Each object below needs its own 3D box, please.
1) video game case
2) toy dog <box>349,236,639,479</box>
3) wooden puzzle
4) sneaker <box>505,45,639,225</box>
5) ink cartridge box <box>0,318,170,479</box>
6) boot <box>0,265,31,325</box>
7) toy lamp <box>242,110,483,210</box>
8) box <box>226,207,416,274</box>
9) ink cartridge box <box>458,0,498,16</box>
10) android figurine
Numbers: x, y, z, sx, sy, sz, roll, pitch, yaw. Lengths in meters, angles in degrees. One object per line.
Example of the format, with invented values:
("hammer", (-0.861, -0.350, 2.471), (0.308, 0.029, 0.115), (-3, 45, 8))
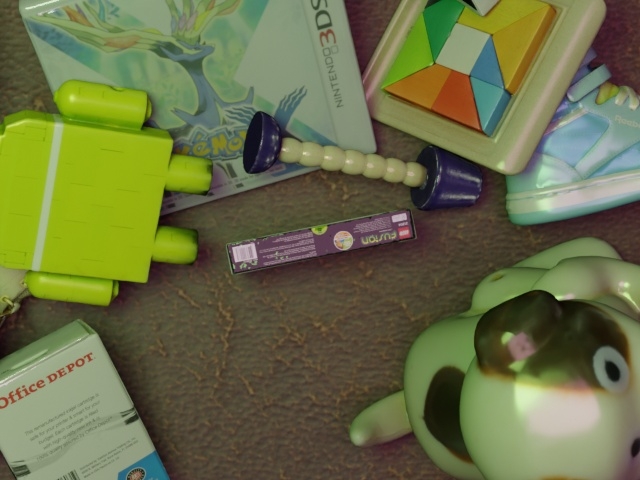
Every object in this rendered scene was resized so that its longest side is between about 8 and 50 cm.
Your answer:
("video game case", (-0.122, -0.176, 1.428), (0.329, 0.036, 0.300), (-16, 128, -1))
("toy dog", (0.228, 0.143, 1.336), (0.395, 0.408, 0.285), (-4, 90, -2))
("wooden puzzle", (0.169, -0.210, 1.460), (0.238, 0.044, 0.221), (28, 89, 34))
("sneaker", (0.347, -0.151, 1.480), (0.319, 0.127, 0.208), (-15, 92, -2))
("ink cartridge box", (-0.279, 0.211, 1.443), (0.148, 0.086, 0.203), (-28, 108, -16))
("boot", (-0.367, 0.090, 1.483), (0.203, 0.095, 0.262), (-30, 88, -3))
("toy lamp", (0.052, -0.085, 1.471), (0.274, 0.080, 0.080), (12, 90, -19))
("box", (0.000, 0.000, 1.477), (0.207, 0.114, 0.036), (-11, 91, -1))
("ink cartridge box", (0.237, -0.416, 1.464), (0.333, 0.065, 0.165), (-45, 49, -2))
("android figurine", (-0.258, -0.047, 1.398), (0.272, 0.056, 0.248), (6, 108, -16))
